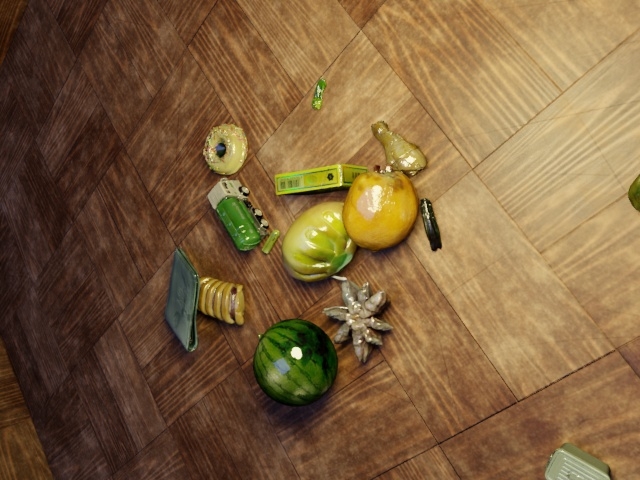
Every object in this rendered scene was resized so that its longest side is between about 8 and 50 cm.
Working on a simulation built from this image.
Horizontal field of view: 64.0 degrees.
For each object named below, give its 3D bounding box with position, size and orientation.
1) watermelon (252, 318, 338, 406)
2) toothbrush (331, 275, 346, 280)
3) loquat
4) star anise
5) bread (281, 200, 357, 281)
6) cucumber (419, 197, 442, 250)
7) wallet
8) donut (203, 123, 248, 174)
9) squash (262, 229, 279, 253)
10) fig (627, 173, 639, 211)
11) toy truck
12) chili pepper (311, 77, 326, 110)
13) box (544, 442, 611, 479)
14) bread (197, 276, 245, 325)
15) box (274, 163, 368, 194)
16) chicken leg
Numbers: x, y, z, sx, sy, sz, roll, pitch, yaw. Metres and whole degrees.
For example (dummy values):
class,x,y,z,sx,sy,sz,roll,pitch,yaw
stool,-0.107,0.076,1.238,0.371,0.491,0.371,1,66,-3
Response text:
class,x,y,z,sx,sy,sz,roll,pitch,yaw
watermelon,-0.071,0.341,1.434,0.243,0.242,0.242,3,95,35
toothbrush,0.028,0.106,1.442,0.162,0.014,0.017,4,87,61
loquat,0.149,-0.080,1.273,0.176,0.187,0.234,31,119,41
star anise,0.107,0.203,1.382,0.236,0.093,0.229,-39,71,36
bread,-0.011,0.008,1.398,0.158,0.156,0.260,52,122,39
cucumber,0.275,-0.040,1.282,0.033,0.034,0.134,-16,85,30
wallet,-0.468,0.199,1.760,0.251,0.054,0.290,35,118,51
donut,-0.313,-0.297,1.663,0.175,0.068,0.174,4,97,35
squash,-0.152,0.001,1.594,0.027,0.028,0.083,44,117,25
fig,0.677,-0.082,0.955,0.178,0.117,0.117,22,106,15
toy truck,-0.260,-0.076,1.606,0.101,0.125,0.242,-44,68,30
chili pepper,-0.004,-0.416,1.461,0.030,0.034,0.091,16,104,0
box,0.555,0.496,1.099,0.122,0.069,0.084,26,109,32
bread,-0.335,0.199,1.704,0.225,0.081,0.134,10,98,38
box,0.004,-0.163,1.401,0.220,0.141,0.064,-2,92,36
chicken leg,0.189,-0.240,1.312,0.085,0.069,0.197,-49,59,26
